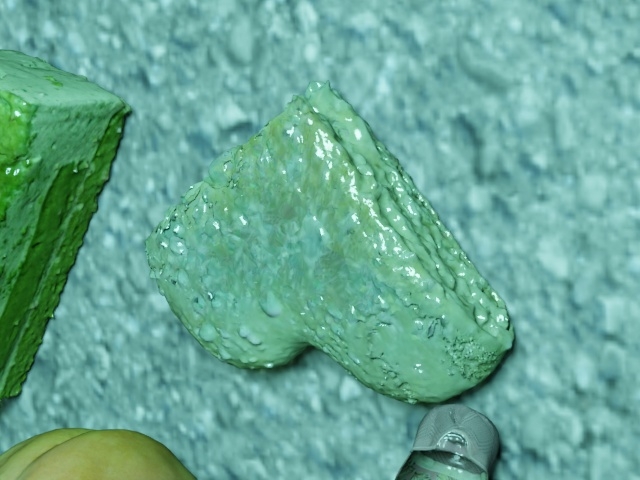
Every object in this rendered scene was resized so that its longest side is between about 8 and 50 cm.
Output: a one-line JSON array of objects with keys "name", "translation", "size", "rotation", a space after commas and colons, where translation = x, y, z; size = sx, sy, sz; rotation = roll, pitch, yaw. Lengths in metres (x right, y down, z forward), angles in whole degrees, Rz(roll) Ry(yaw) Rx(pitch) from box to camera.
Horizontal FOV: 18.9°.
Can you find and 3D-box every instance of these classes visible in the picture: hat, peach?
[{"name": "hat", "translation": [0.072, 0.120, 1.035], "size": [0.058, 0.042, 0.087], "rotation": [15, 140, 19]}, {"name": "peach", "translation": [-0.142, 0.198, 1.103], "size": [0.184, 0.184, 0.184], "rotation": [6, 100, 32]}]

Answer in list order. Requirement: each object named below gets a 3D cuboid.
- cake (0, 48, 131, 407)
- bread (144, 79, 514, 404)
[{"name": "cake", "translation": [-0.184, 0.008, 1.143], "size": [0.099, 0.100, 0.235], "rotation": [13, 104, 32]}, {"name": "bread", "translation": [0.000, 0.000, 1.045], "size": [0.232, 0.064, 0.172], "rotation": [14, 107, 29]}]
